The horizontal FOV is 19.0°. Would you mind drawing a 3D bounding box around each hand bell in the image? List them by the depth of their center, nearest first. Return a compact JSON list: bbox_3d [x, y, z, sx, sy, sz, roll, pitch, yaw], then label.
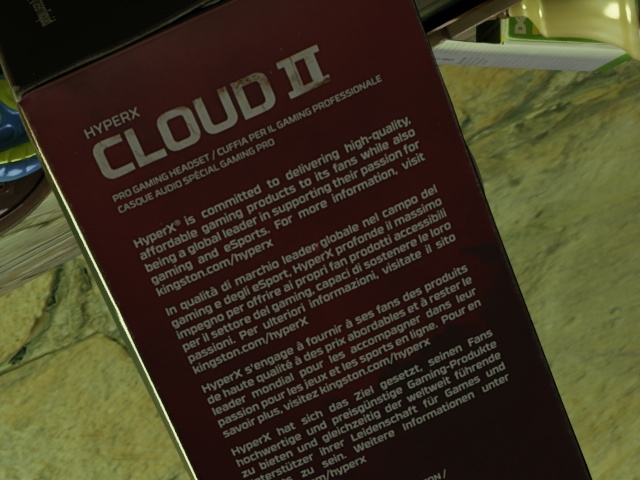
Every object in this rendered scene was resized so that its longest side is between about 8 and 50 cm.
[{"bbox_3d":[0.143,-0.196,1.595,0.242,0.126,0.126,-7,-176,11],"label":"hand bell"}]

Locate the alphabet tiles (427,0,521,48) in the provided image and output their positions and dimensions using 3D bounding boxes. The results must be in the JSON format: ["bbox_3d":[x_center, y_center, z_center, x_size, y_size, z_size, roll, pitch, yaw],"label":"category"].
[{"bbox_3d":[0.159,-0.185,1.355,0.285,0.011,0.342,-28,-176,4],"label":"alphabet tiles"}]

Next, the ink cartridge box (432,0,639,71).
[{"bbox_3d":[0.153,-0.212,1.725,0.255,0.097,0.189,3,179,-3],"label":"ink cartridge box"}]

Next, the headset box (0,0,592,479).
[{"bbox_3d":[-0.016,0.002,0.616,0.110,0.293,0.218,-25,-155,-5],"label":"headset box"}]

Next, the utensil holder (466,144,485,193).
[{"bbox_3d":[0.000,0.000,1.897,0.327,0.328,0.385,-27,-179,13],"label":"utensil holder"}]

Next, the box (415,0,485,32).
[{"bbox_3d":[0.097,-0.194,1.363,0.322,0.058,0.232,-26,-179,17],"label":"box"}]

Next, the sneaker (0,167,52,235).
[{"bbox_3d":[-0.228,-0.022,1.111,0.188,0.066,0.071,-28,180,-20],"label":"sneaker"}]

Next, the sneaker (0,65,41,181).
[{"bbox_3d":[-0.120,-0.087,0.982,0.188,0.067,0.078,-29,-157,-31],"label":"sneaker"}]
